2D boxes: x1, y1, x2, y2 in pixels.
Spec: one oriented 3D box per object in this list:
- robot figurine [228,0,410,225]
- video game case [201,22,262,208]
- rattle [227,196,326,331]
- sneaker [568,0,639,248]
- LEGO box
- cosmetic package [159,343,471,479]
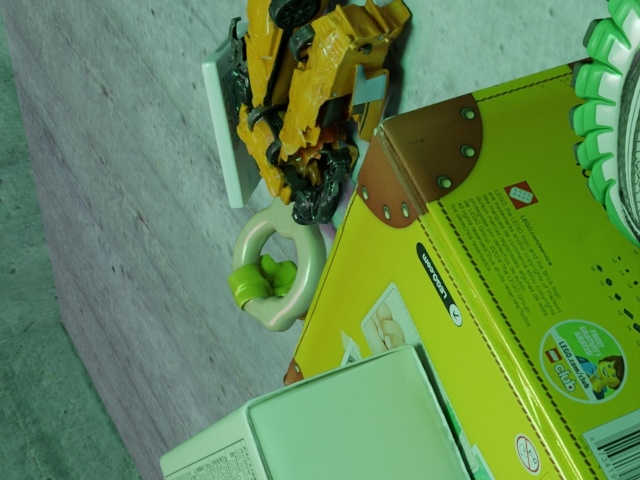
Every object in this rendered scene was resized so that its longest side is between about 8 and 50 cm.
[{"bbox_3d":[-0.010,-0.143,1.110,0.211,0.085,0.291,62,157,23],"label":"robot figurine"},{"bbox_3d":[-0.083,-0.133,1.285,0.143,0.019,0.157,-66,-31,-62],"label":"video game case"},{"bbox_3d":[0.000,0.000,1.299,0.130,0.142,0.200,42,111,56],"label":"rattle"},{"bbox_3d":[0.210,-0.098,0.521,0.146,0.134,0.344,54,154,36],"label":"sneaker"},{"bbox_3d":[0.183,0.197,0.760,0.500,0.193,0.372,63,158,22],"label":"LEGO box"},{"bbox_3d":[-0.010,0.182,0.801,0.160,0.113,0.309,69,159,8],"label":"cosmetic package"}]
